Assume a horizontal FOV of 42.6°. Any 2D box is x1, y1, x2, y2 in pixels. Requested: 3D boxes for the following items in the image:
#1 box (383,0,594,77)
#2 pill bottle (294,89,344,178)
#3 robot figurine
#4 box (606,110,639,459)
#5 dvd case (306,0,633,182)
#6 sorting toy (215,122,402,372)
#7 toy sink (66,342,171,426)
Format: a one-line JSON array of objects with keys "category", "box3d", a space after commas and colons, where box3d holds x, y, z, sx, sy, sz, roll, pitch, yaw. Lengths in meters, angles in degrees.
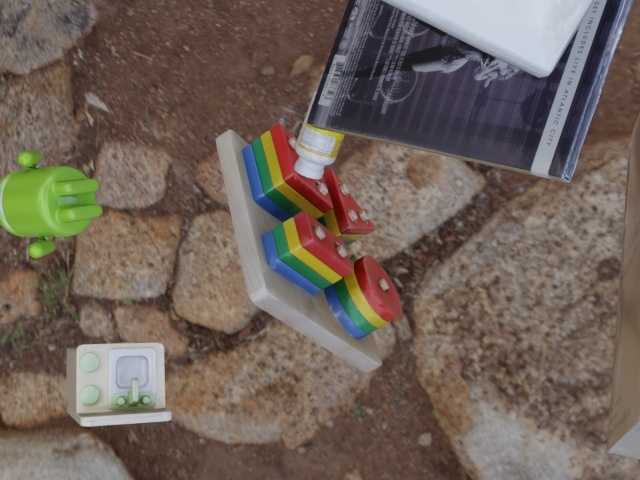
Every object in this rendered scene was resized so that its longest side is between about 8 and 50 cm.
[{"category": "box", "box3d": [-0.032, -0.239, 0.364, 0.345, 0.215, 0.168, 19, 112, -24]}, {"category": "pill bottle", "box3d": [0.001, -0.105, 0.822, 0.043, 0.043, 0.083, 12, 112, -25]}, {"category": "robot figurine", "box3d": [-0.263, -0.036, 0.782, 0.067, 0.115, 0.101, -20, 107, -56]}, {"category": "box", "box3d": [0.320, 0.021, 0.676, 0.121, 0.148, 0.311, 8, 66, 12]}, {"category": "dvd case", "box3d": [0.099, -0.141, 0.579, 0.018, 0.221, 0.164, 20, 89, -50]}, {"category": "sorting toy", "box3d": [0.000, 0.000, 1.023, 0.089, 0.257, 0.255, -31, 140, 18]}, {"category": "toy sink", "box3d": [-0.360, 0.246, 1.451, 0.153, 0.234, 0.131, 0, 85, -22]}]
